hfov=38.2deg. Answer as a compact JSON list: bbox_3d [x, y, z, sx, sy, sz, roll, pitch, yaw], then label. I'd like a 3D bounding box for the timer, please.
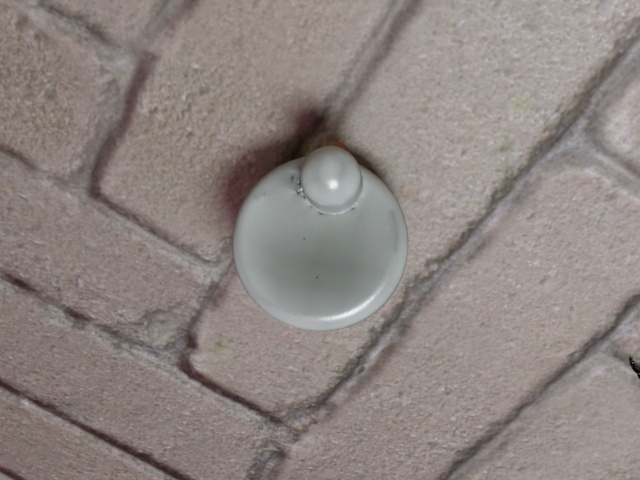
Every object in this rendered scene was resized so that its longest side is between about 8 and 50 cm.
[{"bbox_3d":[0.000,0.000,1.191,0.234,0.240,0.233,0,84,3],"label":"timer"}]

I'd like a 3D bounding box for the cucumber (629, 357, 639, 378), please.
[{"bbox_3d":[0.519,0.210,1.324,0.163,0.039,0.043,14,106,4],"label":"cucumber"}]
